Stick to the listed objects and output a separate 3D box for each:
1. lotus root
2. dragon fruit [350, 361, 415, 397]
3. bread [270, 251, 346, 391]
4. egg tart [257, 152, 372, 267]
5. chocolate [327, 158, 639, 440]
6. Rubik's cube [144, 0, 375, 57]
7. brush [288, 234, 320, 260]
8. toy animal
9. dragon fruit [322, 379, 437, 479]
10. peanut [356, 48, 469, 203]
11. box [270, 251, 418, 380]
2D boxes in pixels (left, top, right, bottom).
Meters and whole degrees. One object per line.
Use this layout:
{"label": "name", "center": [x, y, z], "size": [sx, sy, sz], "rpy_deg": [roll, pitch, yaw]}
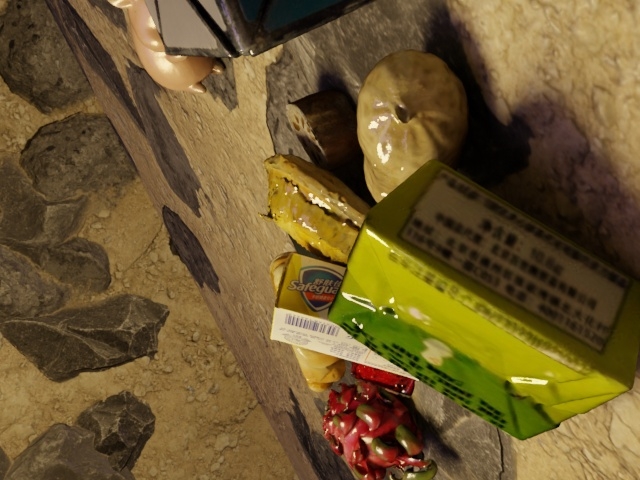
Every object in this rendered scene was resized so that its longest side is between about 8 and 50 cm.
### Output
{"label": "lotus root", "center": [0.006, -0.165, 1.124], "size": [0.122, 0.081, 0.112], "rpy_deg": [59, 163, -1]}
{"label": "dragon fruit", "center": [0.132, 0.191, 1.372], "size": [0.127, 0.120, 0.161], "rpy_deg": [-80, 9, -53]}
{"label": "bread", "center": [-0.019, 0.173, 1.612], "size": [0.173, 0.121, 0.311], "rpy_deg": [-124, 17, -68]}
{"label": "egg tart", "center": [-0.002, -0.030, 1.179], "size": [0.290, 0.107, 0.291], "rpy_deg": [38, 173, 6]}
{"label": "chocolate", "center": [0.176, 0.076, 0.848], "size": [0.300, 0.137, 0.289], "rpy_deg": [31, 156, 8]}
{"label": "Rubik's cube", "center": [-0.072, -0.350, 0.773], "size": [0.255, 0.260, 0.259], "rpy_deg": [23, 138, 59]}
{"label": "brush", "center": [0.000, 0.000, 1.421], "size": [0.123, 0.059, 0.197], "rpy_deg": [59, 161, 6]}
{"label": "toy animal", "center": [-0.280, -0.397, 1.402], "size": [0.154, 0.166, 0.250], "rpy_deg": [17, 147, 20]}
{"label": "dragon fruit", "center": [0.109, 0.396, 1.537], "size": [0.273, 0.198, 0.218], "rpy_deg": [-153, 66, -78]}
{"label": "peanut", "center": [0.106, -0.117, 0.872], "size": [0.129, 0.129, 0.224], "rpy_deg": [48, 164, 30]}
{"label": "box", "center": [0.058, 0.124, 1.184], "size": [0.265, 0.097, 0.168], "rpy_deg": [15, 155, 2]}
